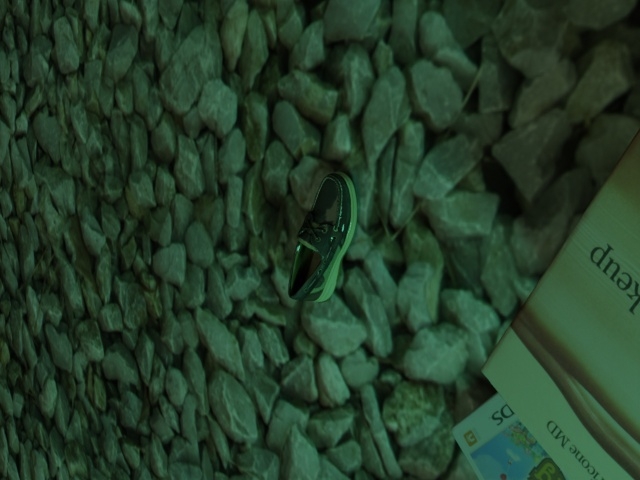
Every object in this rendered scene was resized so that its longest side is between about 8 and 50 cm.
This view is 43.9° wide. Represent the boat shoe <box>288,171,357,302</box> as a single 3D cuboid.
[{"bbox_3d":[0.000,0.000,0.861,0.056,0.049,0.152,28,115,44],"label":"boat shoe"}]

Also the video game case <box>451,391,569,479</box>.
[{"bbox_3d":[0.222,0.204,0.655,0.193,0.023,0.212,-51,58,39],"label":"video game case"}]

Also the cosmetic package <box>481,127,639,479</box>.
[{"bbox_3d":[0.245,0.020,0.481,0.153,0.129,0.296,51,131,37],"label":"cosmetic package"}]
